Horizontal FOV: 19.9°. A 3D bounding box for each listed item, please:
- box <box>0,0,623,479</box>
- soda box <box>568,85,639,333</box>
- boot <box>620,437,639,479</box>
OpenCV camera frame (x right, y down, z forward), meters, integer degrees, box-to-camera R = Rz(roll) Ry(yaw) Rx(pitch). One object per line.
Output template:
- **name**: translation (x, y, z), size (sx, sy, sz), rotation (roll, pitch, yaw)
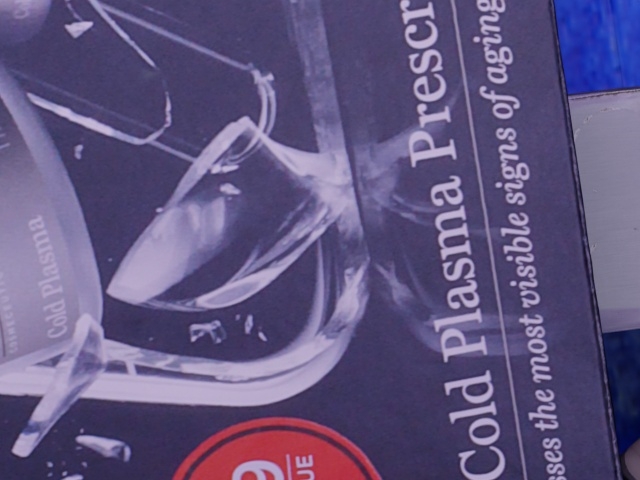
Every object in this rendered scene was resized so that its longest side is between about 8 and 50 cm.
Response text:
- **box**: translation (-0.087, -0.043, 0.582), size (0.312, 0.179, 0.343), rotation (-11, 107, 1)
- **soda box**: translation (0.000, 0.000, 0.747), size (0.286, 0.091, 0.098), rotation (-7, 95, -1)
- **boot**: translation (0.241, 0.084, 0.702), size (0.178, 0.236, 0.085), rotation (-49, 127, -3)
